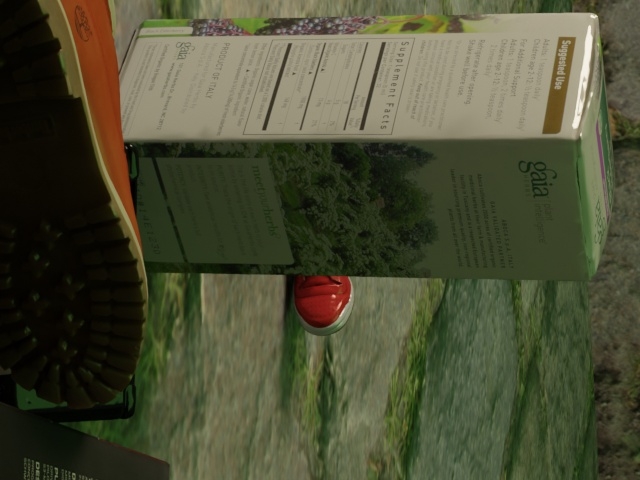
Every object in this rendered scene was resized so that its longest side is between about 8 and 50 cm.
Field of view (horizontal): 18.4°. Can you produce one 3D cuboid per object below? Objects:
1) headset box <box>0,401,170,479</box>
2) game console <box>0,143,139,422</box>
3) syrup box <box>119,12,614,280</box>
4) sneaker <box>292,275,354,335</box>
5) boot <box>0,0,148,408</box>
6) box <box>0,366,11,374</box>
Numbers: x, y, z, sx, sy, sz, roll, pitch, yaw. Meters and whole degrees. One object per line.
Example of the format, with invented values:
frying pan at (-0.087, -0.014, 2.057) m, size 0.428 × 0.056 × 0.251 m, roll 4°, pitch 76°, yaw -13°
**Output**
headset box at (-0.136, 0.159, 0.606) m, size 0.293 × 0.110 × 0.218 m, roll 45°, pitch 47°, yaw -71°
game console at (-0.118, 0.018, 0.882) m, size 0.107 × 0.071 × 0.122 m, roll 1°, pitch 88°, yaw -46°
syrup box at (0.021, -0.046, 0.971) m, size 0.093 × 0.237 × 0.096 m, roll 76°, pitch 20°, yaw -44°
sneaker at (0.000, 0.000, 1.291) m, size 0.067 × 0.042 × 0.118 m, roll 80°, pitch 9°, yaw -49°
boot at (-0.082, -0.027, 0.636) m, size 0.084 × 0.059 × 0.158 m, roll -69°, pitch 153°, yaw -65°
box at (-0.139, -0.040, 0.671) m, size 0.126 × 0.072 × 0.137 m, roll 66°, pitch 28°, yaw -58°
